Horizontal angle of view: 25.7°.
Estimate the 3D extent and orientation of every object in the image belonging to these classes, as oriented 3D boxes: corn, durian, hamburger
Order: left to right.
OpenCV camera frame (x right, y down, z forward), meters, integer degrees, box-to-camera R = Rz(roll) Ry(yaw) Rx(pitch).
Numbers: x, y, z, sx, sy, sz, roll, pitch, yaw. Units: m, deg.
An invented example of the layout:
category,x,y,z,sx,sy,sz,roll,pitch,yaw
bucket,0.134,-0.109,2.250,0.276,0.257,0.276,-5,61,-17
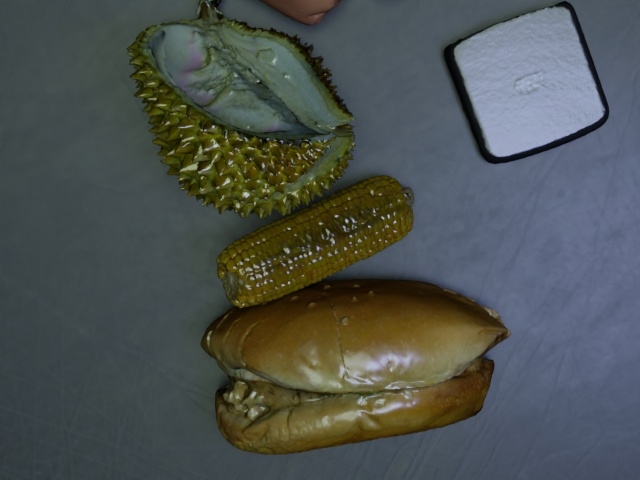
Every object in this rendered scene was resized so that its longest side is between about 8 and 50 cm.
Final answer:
category,x,y,z,sx,sy,sz,roll,pitch,yaw
durian,-0.078,-0.111,1.236,0.193,0.237,0.138,-2,137,-19
corn,0.000,0.000,1.243,0.207,0.068,0.068,-26,94,-26
hamburger,0.030,0.108,1.236,0.282,0.156,0.144,-7,93,4

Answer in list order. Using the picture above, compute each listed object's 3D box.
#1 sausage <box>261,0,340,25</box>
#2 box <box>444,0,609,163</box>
category,x,y,z,sx,sy,sz,roll,pitch,yaw
sausage,-0.100,-0.291,1.243,0.289,0.086,0.086,32,94,-5
box,0.189,-0.142,1.284,0.126,0.027,0.125,-20,96,1
